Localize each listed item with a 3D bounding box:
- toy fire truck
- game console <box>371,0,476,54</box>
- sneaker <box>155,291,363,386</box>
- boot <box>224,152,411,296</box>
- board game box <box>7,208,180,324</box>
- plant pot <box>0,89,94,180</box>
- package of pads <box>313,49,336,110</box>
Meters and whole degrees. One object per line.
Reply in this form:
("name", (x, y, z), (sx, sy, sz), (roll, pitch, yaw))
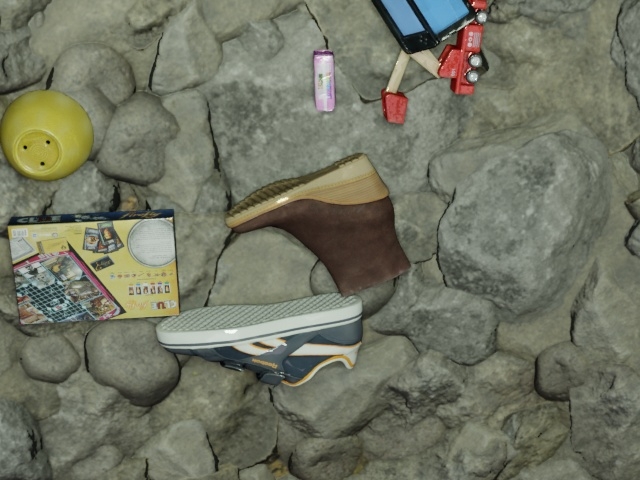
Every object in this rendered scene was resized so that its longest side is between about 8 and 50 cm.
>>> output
("toy fire truck", (0.165, -0.266, 1.498), (0.135, 0.047, 0.192), (4, 109, -6))
("game console", (0.139, -0.335, 1.431), (0.071, 0.107, 0.122), (-38, 81, 44))
("sneaker", (-0.090, 0.165, 1.590), (0.321, 0.126, 0.127), (-5, 107, -6))
("boot", (0.000, 0.000, 1.556), (0.249, 0.090, 0.206), (-21, 110, -2))
("board game box", (-0.340, 0.040, 1.557), (0.243, 0.042, 0.165), (-2, 111, -6))
("plant pot", (-0.395, -0.138, 1.454), (0.134, 0.095, 0.134), (-2, 111, -5))
("package of pads", (0.006, -0.233, 1.489), (0.032, 0.050, 0.083), (-3, 111, 0))
